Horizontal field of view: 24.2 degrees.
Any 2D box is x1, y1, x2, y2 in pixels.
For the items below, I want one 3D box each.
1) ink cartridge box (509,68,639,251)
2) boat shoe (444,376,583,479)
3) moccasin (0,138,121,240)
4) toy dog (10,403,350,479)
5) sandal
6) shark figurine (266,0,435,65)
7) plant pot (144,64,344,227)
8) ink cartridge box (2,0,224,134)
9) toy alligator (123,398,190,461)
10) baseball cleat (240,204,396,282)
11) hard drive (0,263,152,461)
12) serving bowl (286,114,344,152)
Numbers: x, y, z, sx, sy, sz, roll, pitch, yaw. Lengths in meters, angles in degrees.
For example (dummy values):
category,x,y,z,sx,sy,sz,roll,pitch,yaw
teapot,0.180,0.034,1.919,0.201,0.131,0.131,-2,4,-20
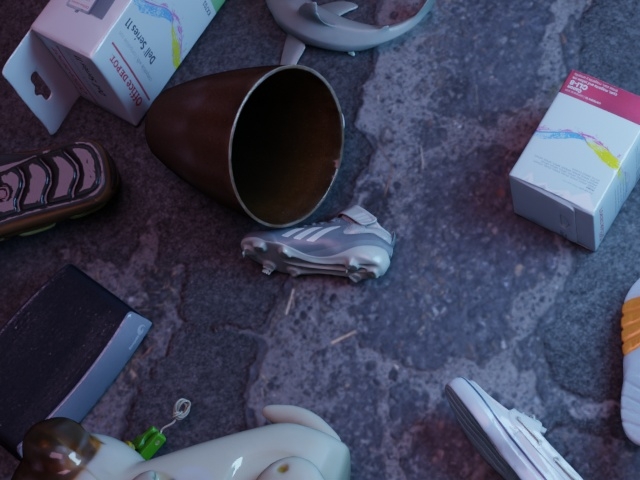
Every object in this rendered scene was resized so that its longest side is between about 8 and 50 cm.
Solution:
category,x,y,z,sx,sy,sz,roll,pitch,yaw
ink cartridge box,0.343,-0.102,1.943,0.127,0.128,0.176,27,74,21
boat shoe,0.247,0.253,1.847,0.075,0.083,0.226,-33,76,-17
moccasin,-0.470,-0.060,2.096,0.380,0.147,0.139,-17,79,0
toy dog,-0.172,0.328,1.761,0.407,0.285,0.395,4,53,2
sandal,0.424,0.150,1.846,0.102,0.076,0.265,-6,52,33
shark figurine,0.030,-0.318,2.112,0.278,0.116,0.166,7,70,16
plant pot,-0.123,-0.142,2.024,0.230,0.215,0.215,14,68,42
ink cartridge box,-0.276,-0.309,2.115,0.119,0.207,0.353,28,76,22
toy alligator,-0.239,0.279,1.943,0.190,0.056,0.051,-52,27,-12
baseball cleat,0.000,0.000,2.013,0.205,0.072,0.109,11,55,12
hard drive,-0.368,0.163,2.015,0.172,0.054,0.255,34,77,22
serving bowl,-0.006,-0.156,2.093,0.083,0.027,0.083,-4,66,9
